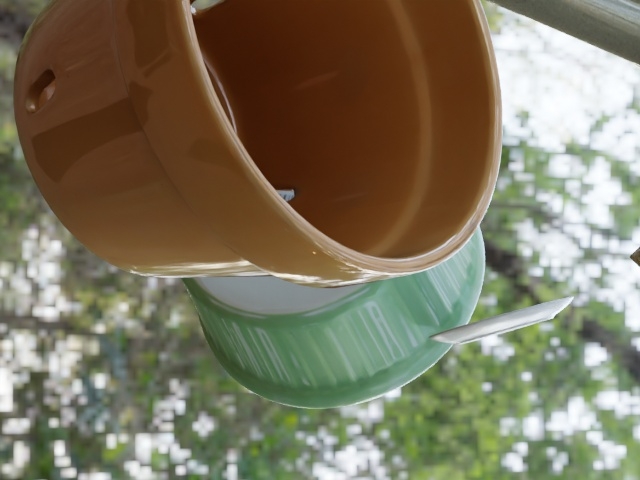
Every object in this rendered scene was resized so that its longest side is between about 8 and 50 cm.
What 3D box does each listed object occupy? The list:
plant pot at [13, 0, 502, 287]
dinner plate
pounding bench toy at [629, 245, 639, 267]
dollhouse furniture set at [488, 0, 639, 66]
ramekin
[{"bbox_3d":[-0.053,-0.095,1.149,0.203,0.291,0.290,-20,-112,39],"label":"plant pot"},{"bbox_3d":[0.171,0.078,1.729,0.141,0.141,0.017,-24,-100,65],"label":"dinner plate"},{"bbox_3d":[0.367,0.022,1.860,0.083,0.052,0.065,46,-28,7],"label":"pounding bench toy"},{"bbox_3d":[0.064,-0.223,0.840,0.151,0.302,0.197,-121,-126,-74],"label":"dollhouse furniture set"},{"bbox_3d":[0.000,0.000,1.825,0.148,0.303,0.303,62,10,-53],"label":"ramekin"}]
